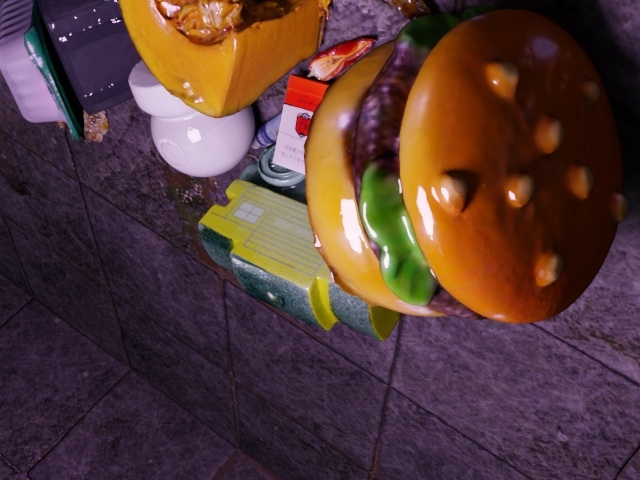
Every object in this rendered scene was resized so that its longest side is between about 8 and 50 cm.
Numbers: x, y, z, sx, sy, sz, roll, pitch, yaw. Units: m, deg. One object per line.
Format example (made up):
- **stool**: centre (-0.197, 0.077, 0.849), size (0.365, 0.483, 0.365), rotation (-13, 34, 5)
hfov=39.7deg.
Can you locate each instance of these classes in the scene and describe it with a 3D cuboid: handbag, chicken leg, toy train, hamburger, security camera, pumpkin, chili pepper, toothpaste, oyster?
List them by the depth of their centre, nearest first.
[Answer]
- **hamburger**: centre (0.201, -0.093, 1.093), size (0.277, 0.396, 0.396), rotation (-2, 127, 51)
- **chicken leg**: centre (0.097, -0.337, 1.199), size (0.178, 0.070, 0.093), rotation (38, 126, -14)
- **pumpkin**: centre (-0.152, -0.358, 1.326), size (0.303, 0.225, 0.256), rotation (55, 144, -7)
- **chili pepper**: centre (0.033, -0.286, 1.368), size (0.045, 0.027, 0.178), rotation (48, 150, -16)
- **toy train**: centre (0.000, 0.000, 1.512), size (0.442, 0.272, 0.179), rotation (22, 153, 31)
- **security camera**: centre (-0.211, -0.225, 1.578), size (0.194, 0.194, 0.236), rotation (14, 141, 40)
- **toothpaste**: centre (-0.065, -0.205, 1.579), size (0.062, 0.037, 0.216), rotation (50, 144, -17)
- **handbag**: centre (-0.394, -0.373, 1.623), size (0.255, 0.181, 0.181), rotation (78, 166, -47)
- **oyster**: centre (-0.576, -0.310, 2.017), size (0.223, 0.083, 0.214), rotation (44, 153, -14)

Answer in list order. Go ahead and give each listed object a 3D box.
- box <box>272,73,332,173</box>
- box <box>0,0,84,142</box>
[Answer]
- **box**: centre (-0.017, -0.187, 1.459), size (0.100, 0.048, 0.152), rotation (22, 106, 29)
- **box**: centre (-0.549, -0.358, 1.717), size (0.337, 0.105, 0.264), rotation (-110, 6, -47)
